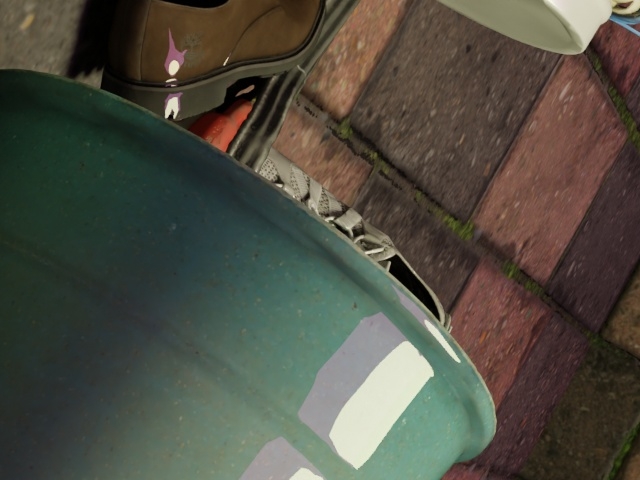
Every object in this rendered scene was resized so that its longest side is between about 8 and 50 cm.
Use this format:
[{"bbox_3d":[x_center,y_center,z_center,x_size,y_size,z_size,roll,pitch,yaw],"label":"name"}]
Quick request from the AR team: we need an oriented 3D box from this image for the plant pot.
[{"bbox_3d":[-0.136,0.147,1.025,0.334,0.341,0.341,-57,161,-18],"label":"plant pot"}]

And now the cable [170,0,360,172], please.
[{"bbox_3d":[-0.047,-0.107,1.310,0.139,0.072,0.287,-27,-153,57],"label":"cable"}]

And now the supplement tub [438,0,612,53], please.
[{"bbox_3d":[0.173,-0.319,1.333,0.331,0.241,0.241,-60,161,-4],"label":"supplement tub"}]

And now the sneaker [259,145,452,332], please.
[{"bbox_3d":[0.000,0.000,1.443,0.281,0.115,0.105,31,77,-47],"label":"sneaker"}]

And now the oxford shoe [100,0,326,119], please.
[{"bbox_3d":[-0.056,-0.151,1.237,0.227,0.083,0.096,-40,140,-58],"label":"oxford shoe"}]

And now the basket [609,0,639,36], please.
[{"bbox_3d":[0.265,-0.303,1.608,0.289,0.201,0.254,15,106,-39],"label":"basket"}]
